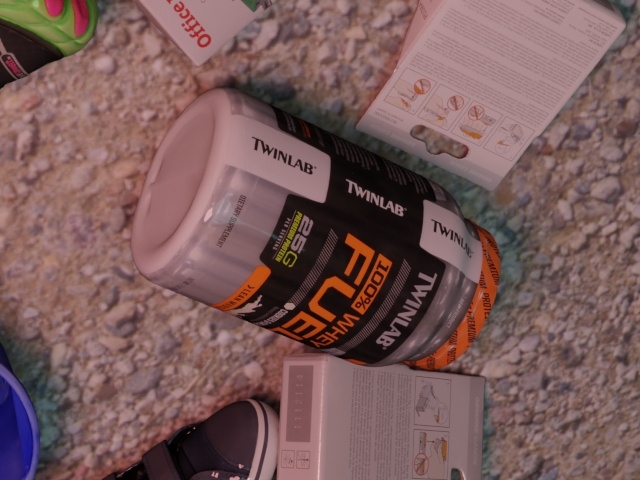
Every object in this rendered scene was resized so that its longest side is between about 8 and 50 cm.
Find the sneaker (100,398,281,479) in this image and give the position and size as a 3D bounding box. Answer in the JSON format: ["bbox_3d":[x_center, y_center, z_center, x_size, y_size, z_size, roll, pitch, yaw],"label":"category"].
[{"bbox_3d":[-0.169,0.283,1.477,0.127,0.126,0.321,29,102,-31],"label":"sneaker"}]

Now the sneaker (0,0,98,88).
[{"bbox_3d":[-0.400,-0.236,1.133,0.483,0.185,0.202,30,124,-35],"label":"sneaker"}]

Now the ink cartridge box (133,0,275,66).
[{"bbox_3d":[-0.082,-0.281,1.270,0.219,0.092,0.160,-42,140,1],"label":"ink cartridge box"}]

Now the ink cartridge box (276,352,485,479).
[{"bbox_3d":[0.063,0.274,1.510,0.261,0.066,0.296,13,77,-47],"label":"ink cartridge box"}]

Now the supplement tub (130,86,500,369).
[{"bbox_3d":[0.000,0.000,1.380,0.316,0.193,0.193,23,103,-24],"label":"supplement tub"}]

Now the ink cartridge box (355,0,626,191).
[{"bbox_3d":[0.162,-0.174,1.454,0.181,0.056,0.224,23,121,-25],"label":"ink cartridge box"}]

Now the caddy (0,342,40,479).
[{"bbox_3d":[-0.412,0.146,1.313,0.241,0.179,0.341,-45,118,4],"label":"caddy"}]
